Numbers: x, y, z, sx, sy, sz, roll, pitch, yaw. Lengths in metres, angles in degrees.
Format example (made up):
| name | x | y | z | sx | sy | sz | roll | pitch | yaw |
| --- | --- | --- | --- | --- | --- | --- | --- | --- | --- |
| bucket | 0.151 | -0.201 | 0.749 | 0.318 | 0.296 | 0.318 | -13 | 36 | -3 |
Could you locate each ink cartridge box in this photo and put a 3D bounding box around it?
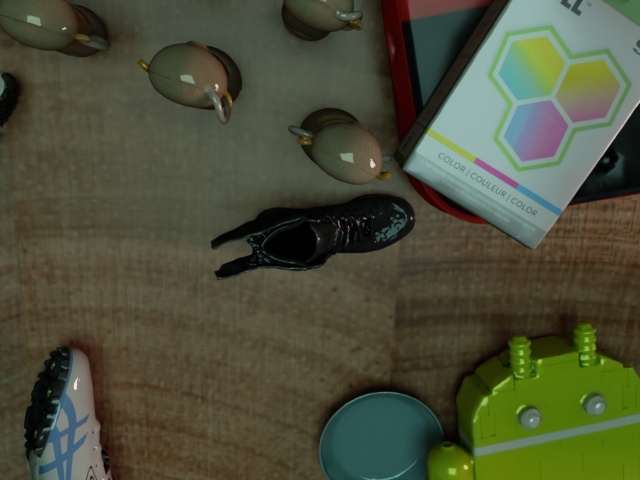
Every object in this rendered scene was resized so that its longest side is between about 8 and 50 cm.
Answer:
| name | x | y | z | sx | sy | sz | roll | pitch | yaw |
| --- | --- | --- | --- | --- | --- | --- | --- | --- | --- |
| ink cartridge box | 0.152 | -0.112 | 0.424 | 0.109 | 0.062 | 0.209 | 31 | 103 | -8 |

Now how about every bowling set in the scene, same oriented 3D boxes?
| name | x | y | z | sx | sy | sz | roll | pitch | yaw |
| --- | --- | --- | --- | --- | --- | --- | --- | --- | --- |
| bowling set | -0.060 | -0.174 | 0.435 | 0.287 | 0.154 | 0.199 | 19 | 102 | -9 |

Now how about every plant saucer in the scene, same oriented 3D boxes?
| name | x | y | z | sx | sy | sz | roll | pitch | yaw |
| --- | --- | --- | --- | --- | --- | --- | --- | --- | --- |
| plant saucer | 0.057 | 0.194 | 0.601 | 0.120 | 0.021 | 0.119 | -1 | 104 | -3 |

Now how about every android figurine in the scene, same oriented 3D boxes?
| name | x | y | z | sx | sy | sz | roll | pitch | yaw |
| --- | --- | --- | --- | --- | --- | --- | --- | --- | --- |
| android figurine | 0.219 | 0.206 | 0.593 | 0.248 | 0.056 | 0.272 | -7 | 106 | -8 |

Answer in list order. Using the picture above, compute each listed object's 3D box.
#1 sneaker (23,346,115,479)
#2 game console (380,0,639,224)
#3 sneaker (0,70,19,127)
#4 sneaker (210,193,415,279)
| name | x | y | z | sx | sy | sz | roll | pitch | yaw |
| --- | --- | --- | --- | --- | --- | --- | --- | --- | --- |
| sneaker | -0.217 | 0.206 | 0.563 | 0.086 | 0.085 | 0.237 | -1 | 102 | -31 |
| game console | 0.238 | -0.198 | 0.464 | 0.387 | 0.060 | 0.341 | -10 | 105 | 1 |
| sneaker | -0.311 | -0.085 | 0.488 | 0.161 | 0.057 | 0.075 | -42 | 108 | 9 |
| sneaker | 0.000 | -0.003 | 0.514 | 0.170 | 0.089 | 0.051 | -5 | 104 | -3 |
